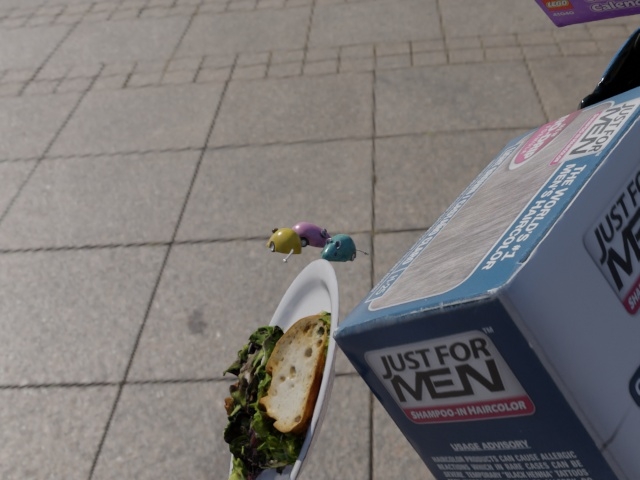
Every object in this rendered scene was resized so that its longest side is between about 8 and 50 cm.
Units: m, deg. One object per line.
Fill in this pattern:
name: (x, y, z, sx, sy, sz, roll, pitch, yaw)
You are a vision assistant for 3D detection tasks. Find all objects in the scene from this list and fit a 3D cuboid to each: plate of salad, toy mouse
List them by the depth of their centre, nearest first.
plate of salad: (-0.037, 0.105, 0.614, 0.048, 0.200, 0.200, 18, 30, -15)
toy mouse: (0.000, 0.000, 1.136, 0.143, 0.031, 0.161, 5, 11, -20)

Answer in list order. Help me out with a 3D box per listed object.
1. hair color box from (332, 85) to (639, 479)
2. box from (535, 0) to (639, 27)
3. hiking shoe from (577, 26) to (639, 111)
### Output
hair color box: (0.178, 0.119, 0.419, 0.174, 0.347, 0.105, -43, 14, -36)
box: (0.272, -0.310, 0.636, 0.201, 0.057, 0.293, 0, 74, 38)
hiking shoe: (0.360, -0.180, 0.814, 0.304, 0.132, 0.113, -53, 54, 8)
